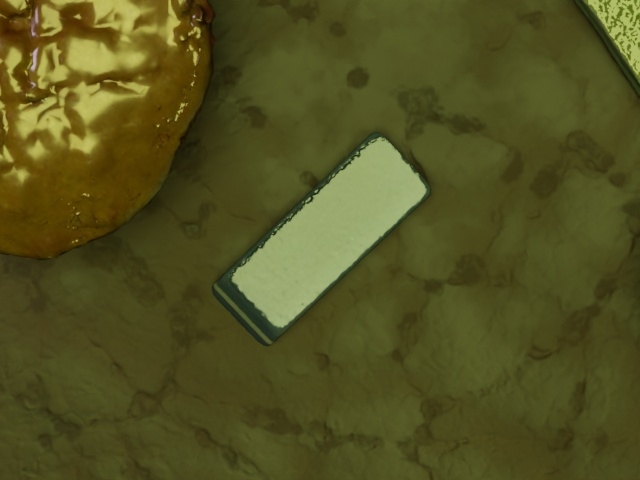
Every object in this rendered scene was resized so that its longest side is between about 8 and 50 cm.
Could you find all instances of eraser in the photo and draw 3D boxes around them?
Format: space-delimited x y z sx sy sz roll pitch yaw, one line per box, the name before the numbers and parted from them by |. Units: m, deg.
eraser | 0.000 0.000 1.716 0.225 0.036 0.082 -44 91 5

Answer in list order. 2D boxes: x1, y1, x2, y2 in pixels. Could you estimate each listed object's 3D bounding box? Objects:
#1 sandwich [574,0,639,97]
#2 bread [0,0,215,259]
sandwich | 0.372 -0.232 1.672 0.245 0.063 0.212 -34 96 5
bread | -0.269 -0.183 1.627 0.398 0.215 0.398 0 93 2
